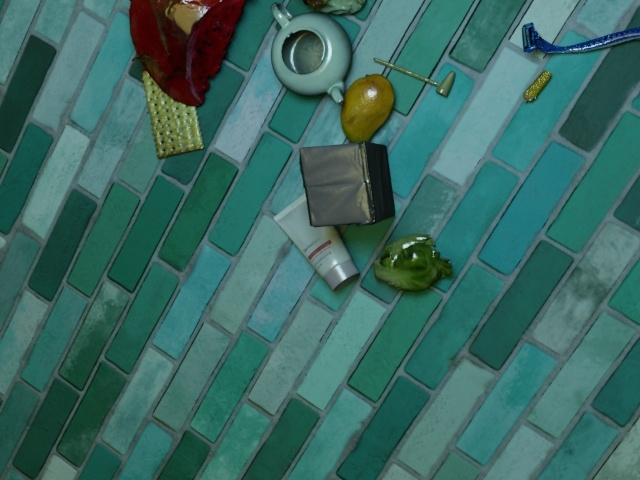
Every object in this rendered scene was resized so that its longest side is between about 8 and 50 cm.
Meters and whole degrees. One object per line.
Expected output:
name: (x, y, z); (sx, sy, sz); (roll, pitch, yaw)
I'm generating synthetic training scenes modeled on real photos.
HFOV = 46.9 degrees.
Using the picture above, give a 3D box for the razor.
razor: (0.601, -0.435, 1.589); (0.324, 0.093, 0.056); (-2, 136, 12)

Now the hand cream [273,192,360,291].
hand cream: (0.000, 0.000, 1.798); (0.133, 0.083, 0.247); (-39, 76, 14)

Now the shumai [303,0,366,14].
shumai: (0.020, -0.609, 1.677); (0.184, 0.142, 0.184); (3, 101, 15)

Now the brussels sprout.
brussels sprout: (0.213, 0.062, 1.736); (0.181, 0.100, 0.139); (-17, 112, 6)

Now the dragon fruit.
dragon fruit: (-0.349, -0.504, 1.759); (0.282, 0.100, 0.343); (29, 116, 2)

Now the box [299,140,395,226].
box: (0.066, -0.127, 1.665); (0.153, 0.252, 0.188); (-6, 96, 17)

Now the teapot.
teapot: (-0.025, -0.433, 1.716); (0.193, 0.129, 0.294); (-37, 86, 16)

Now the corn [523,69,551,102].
corn: (0.480, -0.341, 1.641); (0.027, 0.028, 0.083); (34, 105, -13)

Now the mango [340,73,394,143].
mango: (0.103, -0.311, 1.722); (0.115, 0.089, 0.165); (40, 109, -2)

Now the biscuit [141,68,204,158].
biscuit: (-0.380, -0.335, 1.885); (0.139, 0.016, 0.231); (-11, 94, 16)

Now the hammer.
hammer: (0.215, -0.397, 1.711); (0.195, 0.028, 0.060); (25, 97, 12)
